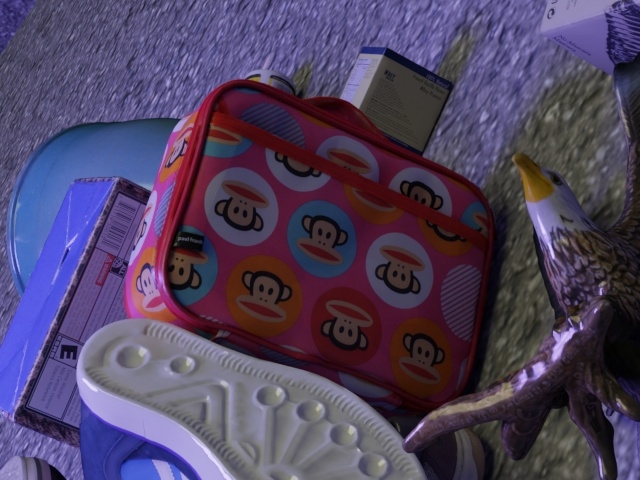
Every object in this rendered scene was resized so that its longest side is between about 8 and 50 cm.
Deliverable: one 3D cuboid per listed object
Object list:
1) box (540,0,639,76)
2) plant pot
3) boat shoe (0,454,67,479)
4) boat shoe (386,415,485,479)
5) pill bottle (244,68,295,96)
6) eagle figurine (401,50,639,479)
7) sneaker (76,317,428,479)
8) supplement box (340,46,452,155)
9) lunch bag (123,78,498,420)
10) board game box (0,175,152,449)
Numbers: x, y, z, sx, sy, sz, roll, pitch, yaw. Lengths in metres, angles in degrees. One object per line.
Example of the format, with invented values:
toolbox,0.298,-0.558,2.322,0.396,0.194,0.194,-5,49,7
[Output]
box,0.287,-0.190,1.192,0.275,0.113,0.094,-8,60,64
plant pot,-0.149,-0.012,1.763,0.255,0.271,0.272,-9,57,44
boat shoe,-0.281,0.406,1.706,0.187,0.156,0.500,-51,22,14
boat shoe,0.024,0.260,1.303,0.285,0.092,0.103,-60,25,11
pill bottle,-0.070,-0.137,1.934,0.065,0.065,0.116,-32,39,51
eagle figurine,0.203,0.017,1.124,0.226,0.225,0.298,6,29,24
sneaker,-0.051,0.211,1.272,0.130,0.322,0.236,-43,-35,-36
supplement box,0.069,-0.136,1.620,0.083,0.083,0.056,-66,24,-2
lunch bag,0.000,0.000,1.373,0.120,0.293,0.258,-33,39,57
board game box,-0.128,0.104,1.527,0.141,0.291,0.232,4,70,66
